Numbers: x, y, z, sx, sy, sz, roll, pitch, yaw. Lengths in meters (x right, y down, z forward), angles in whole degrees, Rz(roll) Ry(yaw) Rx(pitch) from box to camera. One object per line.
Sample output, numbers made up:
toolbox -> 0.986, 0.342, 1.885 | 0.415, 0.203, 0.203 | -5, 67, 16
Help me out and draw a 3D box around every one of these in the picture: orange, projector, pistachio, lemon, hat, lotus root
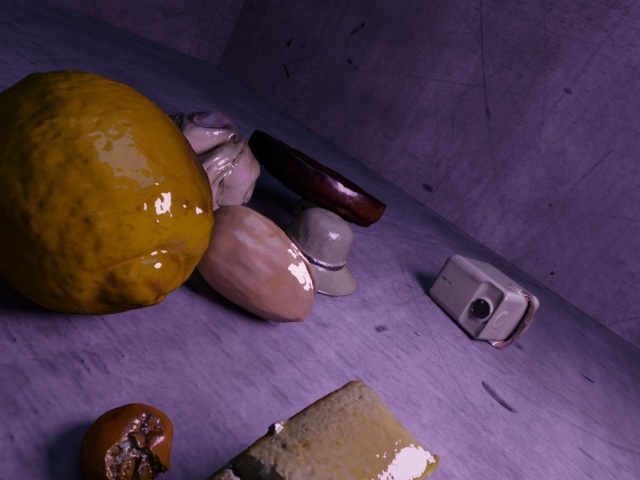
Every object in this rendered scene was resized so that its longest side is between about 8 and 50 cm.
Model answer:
orange -> -0.177, 0.188, 0.411 | 0.086, 0.062, 0.086 | 26, 18, -9
projector -> 0.443, 0.161, 1.181 | 0.177, 0.164, 0.242 | 12, 24, -38
pistachio -> -0.102, 0.041, 0.737 | 0.229, 0.157, 0.157 | 40, 19, -6
lemon -> -0.284, -0.060, 0.547 | 0.316, 0.286, 0.285 | 23, 19, 10
hat -> 0.000, 0.000, 1.004 | 0.257, 0.130, 0.257 | 27, 20, -10
lotus root -> -0.002, -0.088, 1.296 | 0.143, 0.070, 0.144 | 28, 20, -6

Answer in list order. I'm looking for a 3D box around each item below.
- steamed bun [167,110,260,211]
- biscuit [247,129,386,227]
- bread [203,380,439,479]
steamed bun -> -0.272, -0.200, 0.998 | 0.280, 0.207, 0.268 | 36, 21, 21
biscuit -> -0.016, -0.160, 1.177 | 0.407, 0.091, 0.407 | 29, 12, -7
bread -> -0.024, 0.222, 0.366 | 0.257, 0.186, 0.124 | -10, 47, -49
